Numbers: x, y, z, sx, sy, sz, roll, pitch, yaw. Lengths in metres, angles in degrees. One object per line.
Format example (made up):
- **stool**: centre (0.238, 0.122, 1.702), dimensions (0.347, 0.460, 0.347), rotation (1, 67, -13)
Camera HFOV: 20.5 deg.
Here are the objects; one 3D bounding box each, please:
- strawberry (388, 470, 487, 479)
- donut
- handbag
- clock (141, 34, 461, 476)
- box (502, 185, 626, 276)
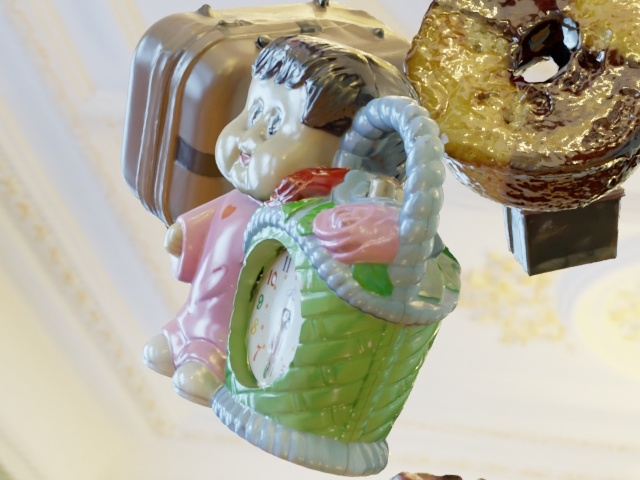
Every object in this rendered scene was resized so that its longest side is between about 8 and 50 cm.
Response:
- **strawberry**: centre (0.132, 0.216, 1.054), dimensions (0.190, 0.111, 0.236), rotation (8, 5, -45)
- **donut**: centre (0.137, -0.098, 1.047), dimensions (0.166, 0.184, 0.073), rotation (9, -32, 16)
- **handbag**: centre (-0.054, -0.091, 1.743), dimensions (0.149, 0.283, 0.302), rotation (34, 30, 33)
- **clock**: centre (0.000, 0.000, 0.891), dimensions (0.100, 0.195, 0.194), rotation (13, 7, -30)
- **box**: centre (0.181, -0.015, 1.336), dimensions (0.084, 0.060, 0.063), rotation (-11, -62, -14)
